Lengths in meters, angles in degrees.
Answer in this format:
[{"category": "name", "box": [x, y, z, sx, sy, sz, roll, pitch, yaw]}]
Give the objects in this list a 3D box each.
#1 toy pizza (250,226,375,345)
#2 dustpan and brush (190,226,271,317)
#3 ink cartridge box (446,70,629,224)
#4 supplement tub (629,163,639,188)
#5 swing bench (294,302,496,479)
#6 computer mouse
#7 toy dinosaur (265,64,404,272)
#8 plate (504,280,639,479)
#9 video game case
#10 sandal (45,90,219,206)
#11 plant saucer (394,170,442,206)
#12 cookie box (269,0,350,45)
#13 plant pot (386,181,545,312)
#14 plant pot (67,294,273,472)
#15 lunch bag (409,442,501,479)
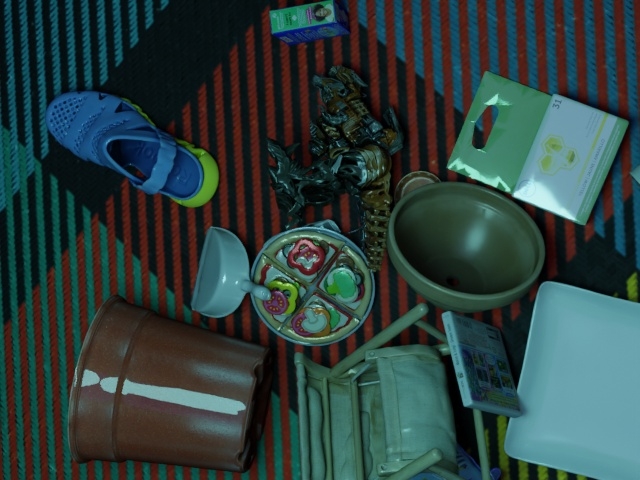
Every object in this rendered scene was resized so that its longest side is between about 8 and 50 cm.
[{"category": "toy pizza", "box": [-0.014, 0.077, 1.844, 0.201, 0.032, 0.201, 2, 107, 5]}, {"category": "dustpan and brush", "box": [-0.138, 0.065, 1.856, 0.060, 0.211, 0.147, 11, 94, -23]}, {"category": "ink cartridge box", "box": [0.327, -0.144, 1.771, 0.235, 0.056, 0.171, 23, 97, 12]}, {"category": "supplement tub", "box": [0.621, -0.116, 1.593, 0.331, 0.241, 0.241, -38, 81, 13]}, {"category": "swing bench", "box": [0.102, 0.267, 1.716, 0.255, 0.165, 0.253, -26, 49, 30]}, {"category": "computer mouse", "box": [0.000, 0.000, 1.867, 0.193, 0.042, 0.106, -16, 93, 10]}, {"category": "toy dinosaur", "box": [0.034, -0.116, 1.788, 0.218, 0.164, 0.322, -14, 52, -7]}, {"category": "plate", "box": [0.439, 0.222, 1.746, 0.277, 0.045, 0.278, 13, 94, 14]}, {"category": "video game case", "box": [0.240, 0.185, 1.719, 0.019, 0.157, 0.143, -25, 63, 29]}, {"category": "sandal", "box": [-0.321, -0.159, 1.904, 0.317, 0.138, 0.126, 24, 99, 15]}, {"category": "plant saucer", "box": [0.158, -0.068, 1.836, 0.083, 0.013, 0.083, 0, 90, 14]}, {"category": "cookie box", "box": [-0.016, -0.345, 1.842, 0.107, 0.092, 0.040, -8, 86, 15]}, {"category": "plant pot", "box": [0.208, 0.030, 1.748, 0.237, 0.237, 0.110, 27, 137, 13]}, {"category": "plant pot", "box": [-0.223, 0.243, 1.827, 0.265, 0.272, 0.272, 10, 93, 7]}, {"category": "lunch bag", "box": [0.167, 0.450, 1.796, 0.293, 0.138, 0.221, -39, 79, 0]}]
